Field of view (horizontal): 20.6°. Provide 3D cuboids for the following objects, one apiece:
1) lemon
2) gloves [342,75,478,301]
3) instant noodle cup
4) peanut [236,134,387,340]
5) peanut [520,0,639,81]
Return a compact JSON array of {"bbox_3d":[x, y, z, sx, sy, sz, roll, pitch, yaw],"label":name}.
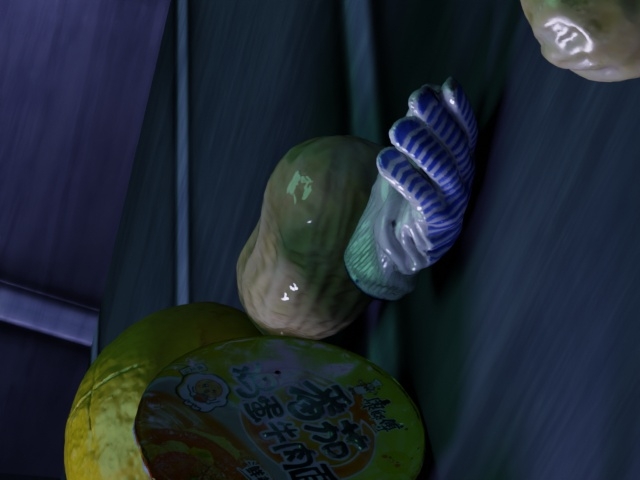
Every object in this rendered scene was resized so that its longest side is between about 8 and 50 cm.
[{"bbox_3d":[-0.132,0.217,1.867,0.297,0.297,0.297,-173,90,-76],"label":"lemon"},{"bbox_3d":[0.082,-0.046,1.521,0.119,0.097,0.229,-104,20,-44],"label":"gloves"},{"bbox_3d":[-0.041,0.240,1.606,0.264,0.264,0.200,-103,14,-53],"label":"instant noodle cup"},{"bbox_3d":[0.000,0.000,1.732,0.313,0.152,0.152,110,161,-53],"label":"peanut"},{"bbox_3d":[0.192,-0.244,1.099,0.147,0.147,0.306,146,133,-72],"label":"peanut"}]
